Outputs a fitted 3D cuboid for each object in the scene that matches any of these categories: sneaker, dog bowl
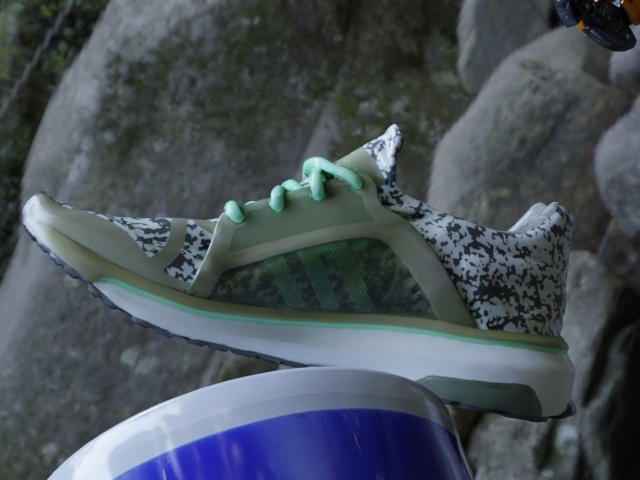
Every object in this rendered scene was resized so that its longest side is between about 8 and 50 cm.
[{"bbox_3d":[0.000,0.000,0.829,0.158,0.410,0.182,175,109,-80],"label":"sneaker"},{"bbox_3d":[-0.031,0.190,0.682,0.265,0.265,0.104,-57,41,41],"label":"dog bowl"}]

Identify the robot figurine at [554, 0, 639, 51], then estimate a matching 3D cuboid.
[{"bbox_3d":[0.228,-0.311,1.050,0.211,0.291,0.085,-50,21,-25],"label":"robot figurine"}]
